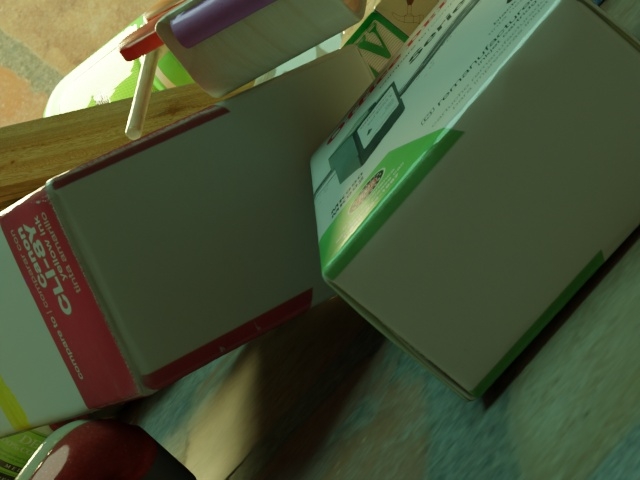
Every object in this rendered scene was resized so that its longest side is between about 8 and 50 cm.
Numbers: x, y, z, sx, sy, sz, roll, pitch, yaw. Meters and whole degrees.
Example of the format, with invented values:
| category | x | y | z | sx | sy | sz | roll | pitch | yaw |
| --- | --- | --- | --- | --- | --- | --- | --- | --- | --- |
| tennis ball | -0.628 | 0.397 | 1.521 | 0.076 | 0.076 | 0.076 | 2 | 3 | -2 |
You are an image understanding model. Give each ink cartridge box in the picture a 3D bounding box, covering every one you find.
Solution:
| category | x | y | z | sx | sy | sz | roll | pitch | yaw |
| --- | --- | --- | --- | --- | --- | --- | --- | --- | --- |
| ink cartridge box | 0.102 | -0.058 | 1.099 | 0.211 | 0.121 | 0.289 | -49 | 11 | 10 |
| ink cartridge box | -0.136 | 0.016 | 1.377 | 0.279 | 0.160 | 0.385 | -28 | 3 | -32 |

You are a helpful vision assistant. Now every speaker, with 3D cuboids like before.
| category | x | y | z | sx | sy | sz | roll | pitch | yaw |
| --- | --- | --- | --- | --- | --- | --- | --- | --- | --- |
| speaker | -0.200 | -0.172 | 2.033 | 0.296 | 0.131 | 0.131 | -27 | 27 | 52 |

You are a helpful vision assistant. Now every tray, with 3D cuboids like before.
| category | x | y | z | sx | sy | sz | roll | pitch | yaw |
| --- | --- | --- | --- | --- | --- | --- | --- | --- | --- |
| tray | -0.204 | -0.094 | 1.834 | 0.411 | 0.076 | 0.203 | -13 | -1 | 4 |

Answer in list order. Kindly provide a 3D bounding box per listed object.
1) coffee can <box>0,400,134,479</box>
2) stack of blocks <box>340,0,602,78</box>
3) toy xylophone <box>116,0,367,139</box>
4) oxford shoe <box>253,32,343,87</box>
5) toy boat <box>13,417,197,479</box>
| category | x | y | z | sx | sy | sz | roll | pitch | yaw |
| --- | --- | --- | --- | --- | --- | --- | --- | --- | --- |
| coffee can | -0.282 | 0.119 | 1.866 | 0.275 | 0.201 | 0.201 | -47 | 13 | 28 |
| stack of blocks | 0.142 | -0.238 | 1.369 | 0.297 | 0.171 | 0.087 | -48 | 12 | 22 |
| toy xylophone | -0.057 | -0.186 | 1.315 | 0.236 | 0.081 | 0.322 | -30 | 21 | 9 |
| oxford shoe | 0.038 | -0.164 | 1.597 | 0.449 | 0.130 | 0.169 | -41 | 6 | 6 |
| toy boat | -0.152 | 0.243 | 1.221 | 0.151 | 0.151 | 0.231 | 17 | 66 | 46 |
